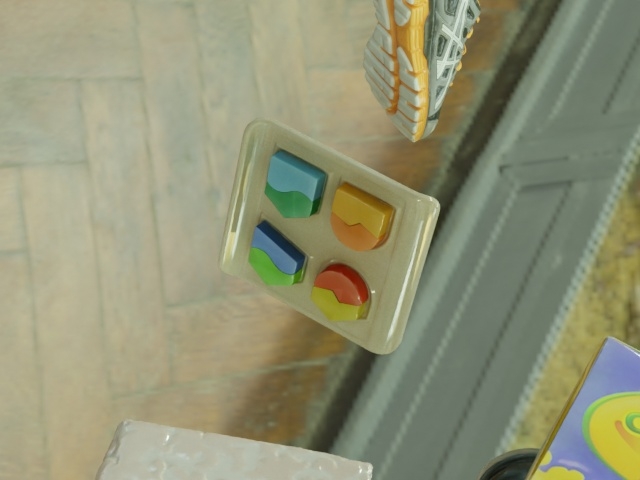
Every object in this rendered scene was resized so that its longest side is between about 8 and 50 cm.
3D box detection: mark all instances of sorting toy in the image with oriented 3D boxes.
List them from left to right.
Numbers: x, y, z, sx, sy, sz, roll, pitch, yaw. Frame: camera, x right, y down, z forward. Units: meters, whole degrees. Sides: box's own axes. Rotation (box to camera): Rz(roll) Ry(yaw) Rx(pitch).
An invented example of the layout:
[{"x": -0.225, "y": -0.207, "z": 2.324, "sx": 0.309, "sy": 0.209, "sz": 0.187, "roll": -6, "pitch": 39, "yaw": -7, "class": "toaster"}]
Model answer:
[{"x": 0.000, "y": 0.000, "z": 1.504, "sx": 0.038, "sy": 0.208, "sz": 0.193, "roll": -43, "pitch": 153, "yaw": -51, "class": "sorting toy"}]

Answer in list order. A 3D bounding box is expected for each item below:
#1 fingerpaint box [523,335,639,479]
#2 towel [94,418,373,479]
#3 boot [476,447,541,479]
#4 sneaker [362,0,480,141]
[{"x": 0.299, "y": 0.315, "z": 0.980, "sx": 0.163, "sy": 0.445, "sz": 0.371, "roll": -54, "pitch": 167, "yaw": -36, "class": "fingerpaint box"}, {"x": -0.114, "y": 0.343, "z": 1.670, "sx": 0.332, "sy": 0.317, "sz": 0.053, "roll": -74, "pitch": 172, "yaw": -53, "class": "towel"}, {"x": 0.272, "y": 0.406, "z": 1.393, "sx": 0.367, "sy": 0.146, "sz": 0.445, "roll": 58, "pitch": 8, "yaw": -6, "class": "boot"}, {"x": 0.088, "y": -0.166, "z": 1.229, "sx": 0.083, "sy": 0.084, "sz": 0.215, "roll": -24, "pitch": 143, "yaw": -22, "class": "sneaker"}]
